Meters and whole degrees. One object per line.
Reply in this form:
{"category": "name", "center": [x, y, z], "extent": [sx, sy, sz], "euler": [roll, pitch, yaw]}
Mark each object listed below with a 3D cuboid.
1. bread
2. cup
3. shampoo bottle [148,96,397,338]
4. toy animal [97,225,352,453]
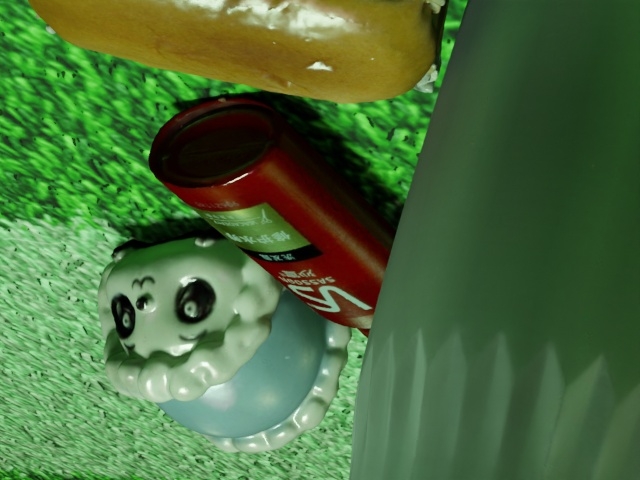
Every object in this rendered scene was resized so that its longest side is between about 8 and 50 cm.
{"category": "bread", "center": [-0.047, -0.150, 0.868], "extent": [0.241, 0.107, 0.136], "euler": [12, 158, 6]}
{"category": "cup", "center": [0.156, 0.030, 0.852], "extent": [0.253, 0.372, 0.253], "euler": [18, 160, 7]}
{"category": "shampoo bottle", "center": [0.000, 0.000, 1.201], "extent": [0.118, 0.076, 0.314], "euler": [-6, 149, 31]}
{"category": "toy animal", "center": [-0.093, 0.089, 1.352], "extent": [0.208, 0.156, 0.204], "euler": [-9, 151, 34]}
